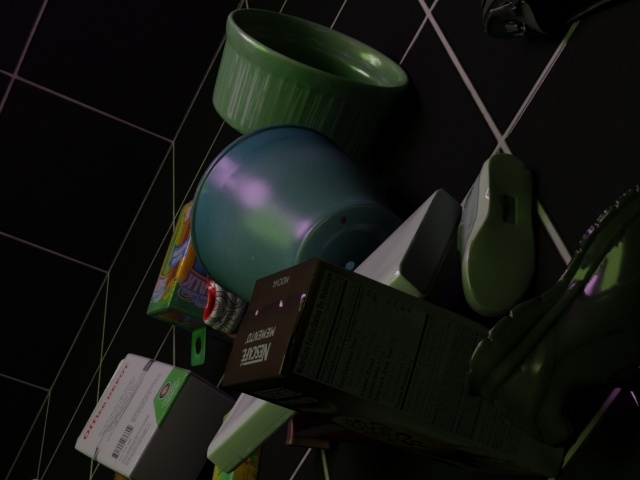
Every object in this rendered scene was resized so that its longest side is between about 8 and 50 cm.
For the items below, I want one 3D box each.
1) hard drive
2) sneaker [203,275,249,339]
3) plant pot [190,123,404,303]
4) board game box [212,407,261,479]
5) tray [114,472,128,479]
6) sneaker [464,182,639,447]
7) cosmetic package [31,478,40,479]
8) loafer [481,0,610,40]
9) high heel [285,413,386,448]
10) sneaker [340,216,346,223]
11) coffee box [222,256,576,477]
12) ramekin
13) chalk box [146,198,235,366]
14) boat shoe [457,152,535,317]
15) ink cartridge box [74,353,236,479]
[{"bbox_3d":[0.018,0.106,1.428,0.353,0.047,0.233,-46,5,30],"label":"hard drive"},{"bbox_3d":[-0.100,0.041,2.044,0.270,0.145,0.090,-67,18,2],"label":"sneaker"},{"bbox_3d":[-0.007,-0.001,1.683,0.255,0.272,0.271,34,102,56],"label":"plant pot"},{"bbox_3d":[-0.133,0.349,1.943,0.092,0.043,0.181,-48,27,47],"label":"board game box"},{"bbox_3d":[-0.345,0.491,2.344,0.203,0.076,0.411,-56,22,34],"label":"tray"},{"bbox_3d":[0.261,0.061,1.067,0.286,0.130,0.109,-49,-22,4],"label":"sneaker"},{"bbox_3d":[-0.270,0.531,1.561,0.329,0.394,0.327,-31,40,60],"label":"cosmetic package"},{"bbox_3d":[0.273,-0.290,1.449,0.267,0.096,0.084,-28,49,60],"label":"loafer"},{"bbox_3d":[0.021,0.170,1.558,0.377,0.127,0.181,151,127,-68],"label":"high heel"},{"bbox_3d":[0.000,0.000,1.949,0.185,0.069,0.084,-36,27,49],"label":"sneaker"},{"bbox_3d":[0.078,0.131,1.180,0.168,0.297,0.118,-22,48,66],"label":"coffee box"},{"bbox_3d":[-0.024,-0.240,1.926,0.303,0.303,0.148,-107,36,-63],"label":"ramekin"},{"bbox_3d":[-0.199,0.085,2.221,0.180,0.179,0.289,-22,49,67],"label":"chalk box"},{"bbox_3d":[0.194,0.005,1.372,0.081,0.079,0.227,119,168,-50],"label":"boat shoe"},{"bbox_3d":[-0.303,0.334,2.196,0.289,0.121,0.211,5,63,60],"label":"ink cartridge box"}]
